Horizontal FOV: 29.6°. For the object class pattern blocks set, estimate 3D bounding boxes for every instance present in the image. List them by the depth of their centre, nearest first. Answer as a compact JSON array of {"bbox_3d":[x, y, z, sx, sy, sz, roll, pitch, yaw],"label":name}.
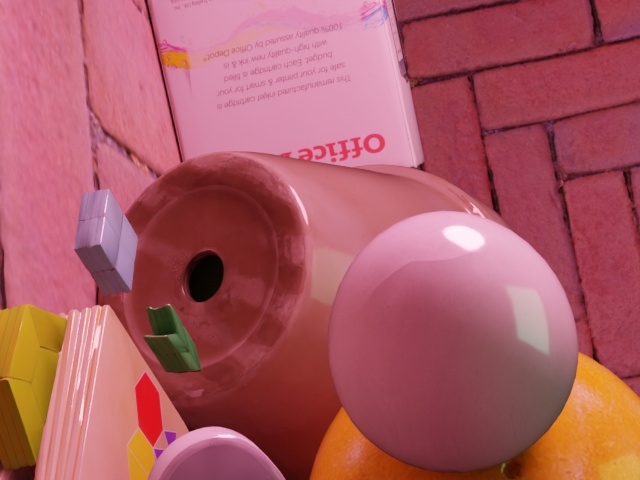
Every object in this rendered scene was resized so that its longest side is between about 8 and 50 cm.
[{"bbox_3d":[-0.112,0.144,0.655,0.325,0.026,0.285,-85,161,-51],"label":"pattern blocks set"}]

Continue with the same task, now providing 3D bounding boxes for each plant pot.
[{"bbox_3d":[-0.016,0.060,0.964,0.280,0.323,0.323,29,49,-53],"label":"plant pot"}]

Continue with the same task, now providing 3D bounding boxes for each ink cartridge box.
[{"bbox_3d":[-0.037,-0.199,1.185,0.131,0.226,0.306,-39,118,-76],"label":"ink cartridge box"}]

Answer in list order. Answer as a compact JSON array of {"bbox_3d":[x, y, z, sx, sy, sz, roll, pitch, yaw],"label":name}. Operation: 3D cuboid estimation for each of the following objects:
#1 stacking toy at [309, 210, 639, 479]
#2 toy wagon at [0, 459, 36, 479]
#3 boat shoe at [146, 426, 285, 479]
[{"bbox_3d":[0.097,0.165,0.690,0.351,0.350,0.480,-88,164,-49],"label":"stacking toy"},{"bbox_3d":[-0.152,0.244,0.618,0.344,0.068,0.267,-85,160,-52],"label":"toy wagon"},{"bbox_3d":[-0.050,0.212,0.647,0.084,0.095,0.258,-150,-129,-64],"label":"boat shoe"}]
